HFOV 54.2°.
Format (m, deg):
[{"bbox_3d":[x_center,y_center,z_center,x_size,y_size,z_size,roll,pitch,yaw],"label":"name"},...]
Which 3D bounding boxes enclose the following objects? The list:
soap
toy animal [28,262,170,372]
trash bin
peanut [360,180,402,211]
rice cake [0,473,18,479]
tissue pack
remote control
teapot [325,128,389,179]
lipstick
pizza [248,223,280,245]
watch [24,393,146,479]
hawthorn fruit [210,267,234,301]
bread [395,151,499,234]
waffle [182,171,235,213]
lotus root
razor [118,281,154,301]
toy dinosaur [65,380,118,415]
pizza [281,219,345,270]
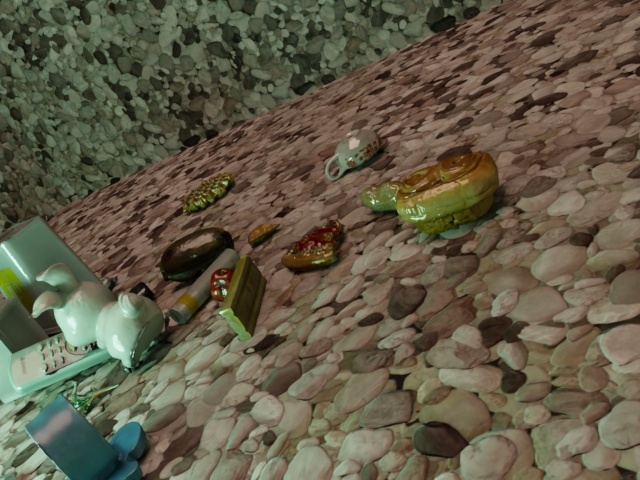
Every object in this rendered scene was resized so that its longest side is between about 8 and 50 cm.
[{"bbox_3d":[-0.181,0.130,1.502,0.037,0.092,0.252,-25,24,16],"label":"soap"},{"bbox_3d":[-0.560,0.190,1.584,0.247,0.309,0.183,94,-159,-66],"label":"toy animal"},{"bbox_3d":[-0.882,0.110,2.025,0.255,0.368,0.296,-14,27,35],"label":"trash bin"},{"bbox_3d":[0.172,-0.114,1.598,0.174,0.080,0.080,-1,36,46],"label":"peanut"},{"bbox_3d":[-0.762,0.568,1.360,0.226,0.040,0.085,-22,24,19],"label":"rice cake"},{"bbox_3d":[-0.880,0.307,1.776,0.135,0.246,0.159,-23,23,14],"label":"tissue pack"},{"bbox_3d":[-0.683,0.301,1.679,0.296,0.056,0.140,-22,45,-16],"label":"remote control"},{"bbox_3d":[0.109,-0.287,2.022,0.245,0.116,0.159,-39,35,-7],"label":"teapot"},{"bbox_3d":[-0.314,0.121,1.721,0.059,0.059,0.264,-10,30,40],"label":"lipstick"},{"bbox_3d":[-0.167,-0.023,1.886,0.108,0.026,0.123,-20,22,16],"label":"pizza"},{"bbox_3d":[-0.446,0.385,1.163,0.210,0.193,0.211,-27,23,12],"label":"watch"},{"bbox_3d":[-0.248,0.113,1.621,0.093,0.093,0.093,-25,23,12],"label":"hawthorn fruit"},{"bbox_3d":[0.284,-0.107,1.399,0.236,0.120,0.198,-20,23,23],"label":"bread"},{"bbox_3d":[-0.467,-0.197,2.566,0.253,0.056,0.249,-38,24,-15],"label":"waffle"},{"bbox_3d":[-0.368,0.042,1.865,0.241,0.124,0.123,-23,26,9],"label":"lotus root"},{"bbox_3d":[-0.580,0.191,1.901,0.148,0.054,0.090,-38,24,-16],"label":"razor"},{"bbox_3d":[-0.575,0.395,1.504,0.187,0.044,0.106,-4,45,23],"label":"toy dinosaur"},{"bbox_3d":[0.000,0.000,1.596,0.188,0.062,0.199,-8,30,38],"label":"pizza"}]
